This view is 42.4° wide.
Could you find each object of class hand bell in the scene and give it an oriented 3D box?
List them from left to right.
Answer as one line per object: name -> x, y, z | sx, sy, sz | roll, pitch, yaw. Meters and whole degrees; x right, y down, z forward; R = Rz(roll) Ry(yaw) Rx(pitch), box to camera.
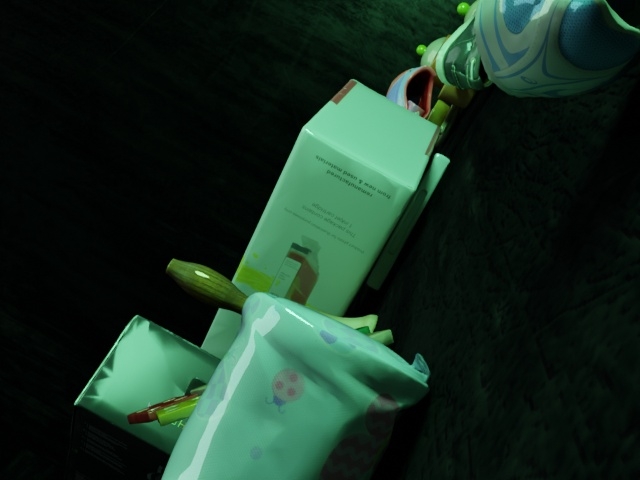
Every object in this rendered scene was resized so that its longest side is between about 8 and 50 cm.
hand bell -> -0.068, 0.084, 0.956 | 0.126, 0.242, 0.126 | -61, -2, -3

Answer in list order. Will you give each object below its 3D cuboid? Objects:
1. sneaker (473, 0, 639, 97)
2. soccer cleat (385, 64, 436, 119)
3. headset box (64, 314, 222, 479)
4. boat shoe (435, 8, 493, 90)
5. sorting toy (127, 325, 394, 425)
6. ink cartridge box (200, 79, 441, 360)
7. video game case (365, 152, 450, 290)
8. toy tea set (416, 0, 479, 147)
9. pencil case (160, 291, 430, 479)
sneaker -> 0.152, -0.158, 0.352 | 0.237, 0.085, 0.086 | -58, 24, -13
soccer cleat -> 0.131, -0.172, 1.349 | 0.095, 0.083, 0.248 | -27, 43, 64
headset box -> -0.159, 0.246, 0.976 | 0.131, 0.246, 0.283 | -61, -2, -38
boat shoe -> 0.251, -0.297, 1.095 | 0.233, 0.084, 0.079 | -55, 35, -5
sorting toy -> -0.027, 0.126, 0.700 | 0.274, 0.046, 0.132 | -15, -4, -39
ink cartridge box -> 0.000, 0.000, 1.171 | 0.385, 0.160, 0.279 | -62, -1, 28
video game case -> 0.123, -0.028, 1.236 | 0.206, 0.026, 0.227 | -61, 0, 3
toy tea set -> 0.223, -0.312, 1.382 | 0.200, 0.124, 0.336 | -61, -1, -25
pencil case -> -0.047, 0.162, 0.451 | 0.273, 0.113, 0.124 | -61, -11, -7
